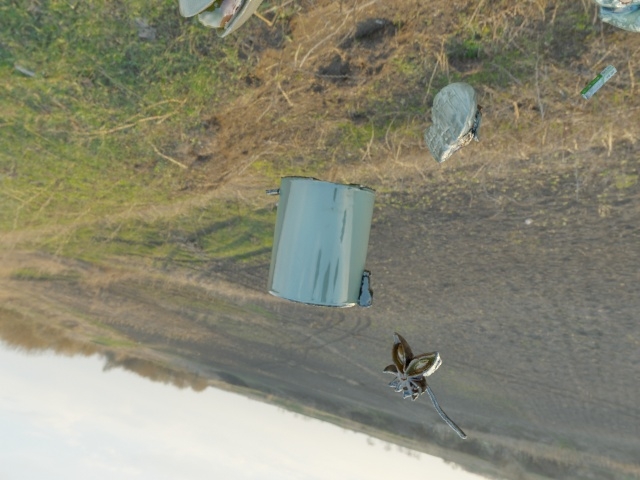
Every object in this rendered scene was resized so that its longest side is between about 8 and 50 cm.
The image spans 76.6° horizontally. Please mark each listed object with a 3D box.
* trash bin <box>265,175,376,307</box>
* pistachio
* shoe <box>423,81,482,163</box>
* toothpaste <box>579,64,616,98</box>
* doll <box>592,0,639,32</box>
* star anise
[{"bbox_3d":[0.000,0.000,0.927,0.278,0.262,0.217,9,-177,5],"label":"trash bin"},{"bbox_3d":[-0.113,-0.386,0.537,0.144,0.215,0.144,25,-162,-9],"label":"pistachio"},{"bbox_3d":[0.307,-0.256,0.869,0.126,0.099,0.227,-21,164,-6],"label":"shoe"},{"bbox_3d":[0.649,-0.370,0.948,0.020,0.017,0.083,35,107,-28],"label":"toothpaste"},{"bbox_3d":[0.425,-0.389,0.575,0.214,0.071,0.103,42,-178,-25],"label":"doll"},{"bbox_3d":[0.259,0.324,0.913,0.148,0.218,0.228,-29,142,30],"label":"star anise"}]
